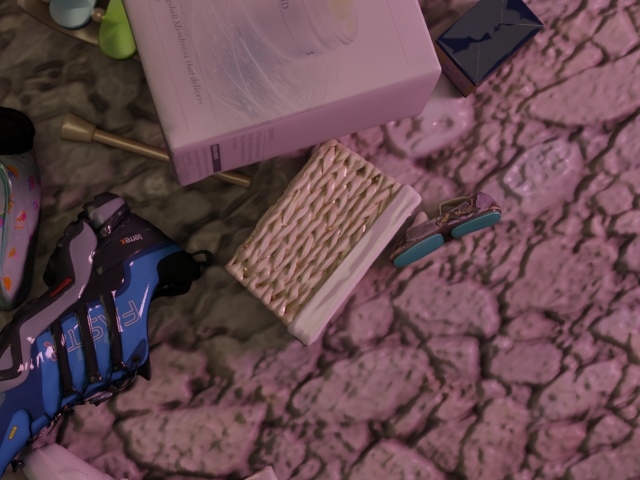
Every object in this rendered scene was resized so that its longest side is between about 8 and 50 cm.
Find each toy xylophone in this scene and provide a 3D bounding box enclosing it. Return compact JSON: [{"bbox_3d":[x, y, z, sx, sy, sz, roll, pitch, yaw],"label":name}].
[{"bbox_3d":[-0.117,-0.180,1.148,0.322,0.081,0.236,12,89,0],"label":"toy xylophone"}]

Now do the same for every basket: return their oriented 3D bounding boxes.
[{"bbox_3d":[0.000,0.000,1.129,0.103,0.113,0.167,37,87,3],"label":"basket"}]

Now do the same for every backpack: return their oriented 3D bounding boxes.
[{"bbox_3d":[-0.308,-0.025,1.112,0.115,0.152,0.182,9,100,9],"label":"backpack"}]

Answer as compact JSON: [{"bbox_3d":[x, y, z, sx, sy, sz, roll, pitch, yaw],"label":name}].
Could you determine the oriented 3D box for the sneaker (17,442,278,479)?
[{"bbox_3d":[-0.120,0.250,1.129,0.292,0.108,0.169,42,76,9],"label":"sneaker"}]

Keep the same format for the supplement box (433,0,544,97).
[{"bbox_3d":[0.150,-0.183,1.150,0.083,0.083,0.056,-41,89,-2],"label":"supplement box"}]

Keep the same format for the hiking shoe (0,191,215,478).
[{"bbox_3d":[-0.215,0.106,1.099,0.132,0.113,0.304,30,73,-6],"label":"hiking shoe"}]

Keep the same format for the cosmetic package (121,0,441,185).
[{"bbox_3d":[-0.045,-0.192,1.033,0.224,0.138,0.224,-17,82,-7],"label":"cosmetic package"}]

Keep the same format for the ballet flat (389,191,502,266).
[{"bbox_3d":[0.112,-0.014,1.172,0.114,0.041,0.041,-25,89,-2],"label":"ballet flat"}]
